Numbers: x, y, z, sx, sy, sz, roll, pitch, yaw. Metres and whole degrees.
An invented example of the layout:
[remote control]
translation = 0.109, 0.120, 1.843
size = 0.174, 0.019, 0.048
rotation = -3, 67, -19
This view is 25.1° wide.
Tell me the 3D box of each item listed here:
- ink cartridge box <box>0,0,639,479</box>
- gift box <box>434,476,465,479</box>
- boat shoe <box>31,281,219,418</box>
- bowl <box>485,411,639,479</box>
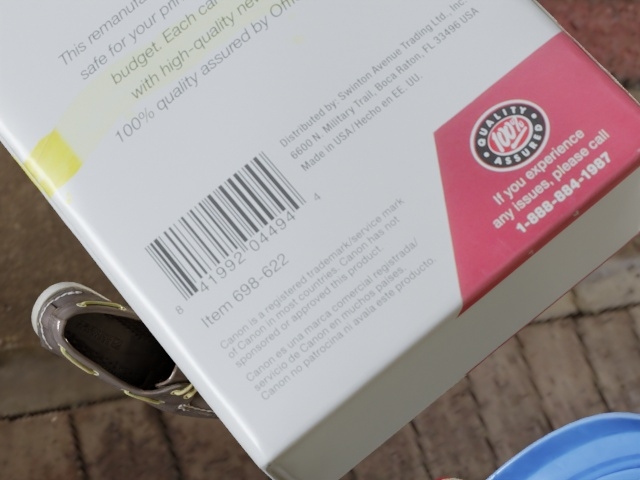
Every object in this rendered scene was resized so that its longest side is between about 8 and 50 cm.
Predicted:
[ink cartridge box]
translation = -0.030, -0.085, 0.866
size = 0.279, 0.160, 0.385
rotation = -39, 71, -4
[gift box]
translation = 0.138, 0.427, 1.713
size = 0.255, 0.276, 0.258
rotation = -4, 78, -69
[boat shoe]
translation = -0.199, 0.150, 1.776
size = 0.324, 0.097, 0.116
rotation = 28, 90, -26
[bowl]
translation = 0.174, 0.312, 1.097
size = 0.077, 0.391, 0.391
rotation = 39, 50, -17
